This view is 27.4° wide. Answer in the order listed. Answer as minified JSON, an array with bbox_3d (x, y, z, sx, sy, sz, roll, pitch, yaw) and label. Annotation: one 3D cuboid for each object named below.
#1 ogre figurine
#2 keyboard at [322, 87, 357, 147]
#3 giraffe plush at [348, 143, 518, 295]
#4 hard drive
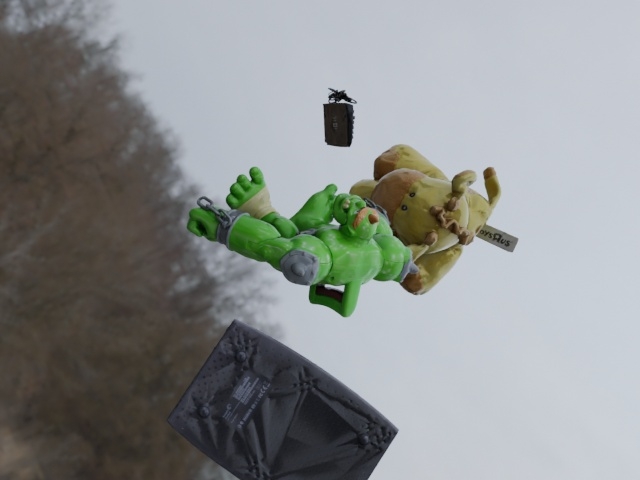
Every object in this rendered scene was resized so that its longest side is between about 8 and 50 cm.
[{"bbox_3d":[0.000,0.000,1.087,0.118,0.097,0.197,35,5,40],"label":"ogre figurine"},{"bbox_3d":[0.040,-0.207,2.207,0.192,0.038,0.100,-154,-119,-76],"label":"keyboard"},{"bbox_3d":[0.118,-0.025,1.522,0.170,0.210,0.181,11,87,-76],"label":"giraffe plush"},{"bbox_3d":[-0.048,0.233,1.660,0.254,0.172,0.054,34,-9,-5],"label":"hard drive"}]
